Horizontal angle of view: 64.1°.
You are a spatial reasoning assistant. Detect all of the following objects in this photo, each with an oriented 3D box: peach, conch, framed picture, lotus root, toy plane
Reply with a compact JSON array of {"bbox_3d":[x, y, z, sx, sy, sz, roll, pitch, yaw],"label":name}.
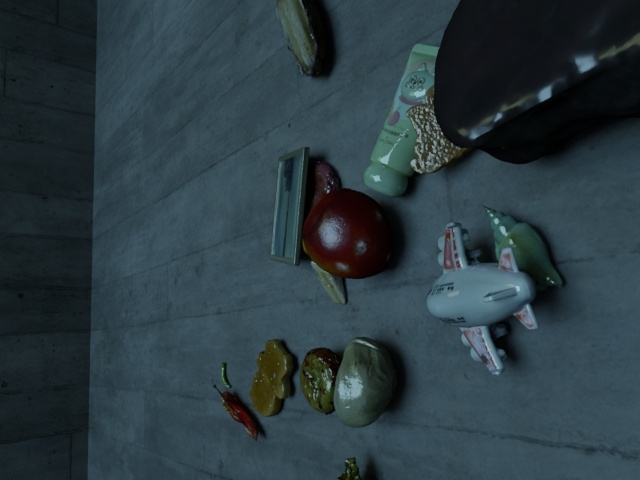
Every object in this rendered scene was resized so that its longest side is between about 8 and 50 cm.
[{"bbox_3d":[0.064,-0.009,1.058,0.197,0.197,0.197,-8,80,50],"label":"peach"},{"bbox_3d":[0.316,0.014,0.831,0.088,0.065,0.180,-49,59,34],"label":"conch"},{"bbox_3d":[-0.084,-0.086,1.327,0.213,0.016,0.289,-174,89,-68],"label":"framed picture"},{"bbox_3d":[-0.035,-0.562,1.326,0.167,0.078,0.329,117,140,-59],"label":"lotus root"},{"bbox_3d":[0.253,0.090,0.829,0.252,0.118,0.252,166,90,-72],"label":"toy plane"}]

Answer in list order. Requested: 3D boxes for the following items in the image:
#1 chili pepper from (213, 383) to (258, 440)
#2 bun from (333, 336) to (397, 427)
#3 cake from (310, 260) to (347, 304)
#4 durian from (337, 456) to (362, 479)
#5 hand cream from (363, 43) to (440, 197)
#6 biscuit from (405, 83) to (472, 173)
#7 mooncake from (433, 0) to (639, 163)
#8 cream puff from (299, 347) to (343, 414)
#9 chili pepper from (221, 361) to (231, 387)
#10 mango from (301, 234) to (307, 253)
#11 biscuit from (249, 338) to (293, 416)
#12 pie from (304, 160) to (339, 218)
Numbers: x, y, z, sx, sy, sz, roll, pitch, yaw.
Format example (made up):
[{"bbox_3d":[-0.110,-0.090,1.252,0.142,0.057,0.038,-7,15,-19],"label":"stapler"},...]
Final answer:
[{"bbox_3d":[-0.240,0.490,1.474,0.268,0.051,0.059,24,126,48],"label":"chili pepper"},{"bbox_3d":[0.096,0.285,1.028,0.114,0.166,0.173,6,103,16],"label":"bun"},{"bbox_3d":[0.022,0.094,1.194,0.052,0.065,0.121,-22,76,51],"label":"cake"},{"bbox_3d":[0.035,0.603,1.074,0.172,0.166,0.306,25,114,18],"label":"durian"},{"bbox_3d":[0.182,-0.236,1.020,0.147,0.093,0.305,31,102,43],"label":"hand cream"},{"bbox_3d":[0.249,-0.230,0.931,0.162,0.035,0.250,38,104,16],"label":"biscuit"},{"bbox_3d":[0.355,-0.282,0.698,0.381,0.212,0.350,6,86,54],"label":"mooncake"},{"bbox_3d":[0.015,0.314,1.152,0.149,0.084,0.149,6,97,59],"label":"cream puff"},{"bbox_3d":[-0.295,0.417,1.577,0.030,0.017,0.083,-38,57,40],"label":"chili pepper"},{"bbox_3d":[0.000,0.000,1.229,0.114,0.057,0.078,-4,76,48],"label":"mango"},{"bbox_3d":[-0.130,0.376,1.366,0.166,0.036,0.225,40,119,46],"label":"biscuit"},{"bbox_3d":[-0.009,-0.123,1.266,0.154,0.038,0.153,-11,76,51],"label":"pie"}]
